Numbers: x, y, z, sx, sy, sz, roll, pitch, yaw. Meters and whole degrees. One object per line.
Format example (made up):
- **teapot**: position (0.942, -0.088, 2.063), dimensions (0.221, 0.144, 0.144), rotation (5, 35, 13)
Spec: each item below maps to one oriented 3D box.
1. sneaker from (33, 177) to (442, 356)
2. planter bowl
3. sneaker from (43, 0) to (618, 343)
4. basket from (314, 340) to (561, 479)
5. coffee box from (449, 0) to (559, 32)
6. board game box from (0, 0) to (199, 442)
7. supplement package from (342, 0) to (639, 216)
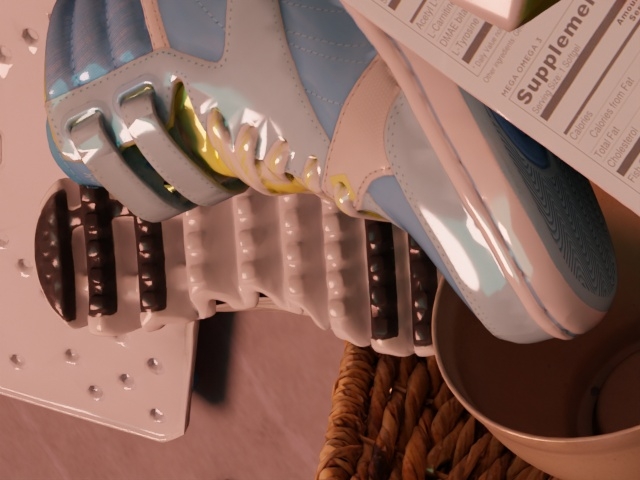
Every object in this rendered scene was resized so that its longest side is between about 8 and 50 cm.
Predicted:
- **sneaker**: position (0.000, 0.000, 1.040), dimensions (0.292, 0.118, 0.110), rotation (4, 93, 20)
- **planter bowl**: position (0.146, 0.051, 0.905), dimensions (0.162, 0.162, 0.109), rotation (16, 154, 39)
- **sneaker**: position (-0.012, -0.041, 0.914), dimensions (0.208, 0.127, 0.319), rotation (-39, 59, 16)
- **basket**: position (0.049, 0.233, 1.064), dimensions (0.223, 0.213, 0.299), rotation (22, 129, 35)
- **coffee box**: position (0.053, -0.325, 0.582), dimensions (0.334, 0.338, 0.337), rotation (32, 135, 26)
- **board game box**: position (-0.243, -0.083, 1.173), dimensions (0.390, 0.050, 0.390), rotation (16, 130, 10)
- **supplement package**: position (0.153, -0.084, 0.748), dimensions (0.244, 0.139, 0.134), rotation (37, 110, 12)
